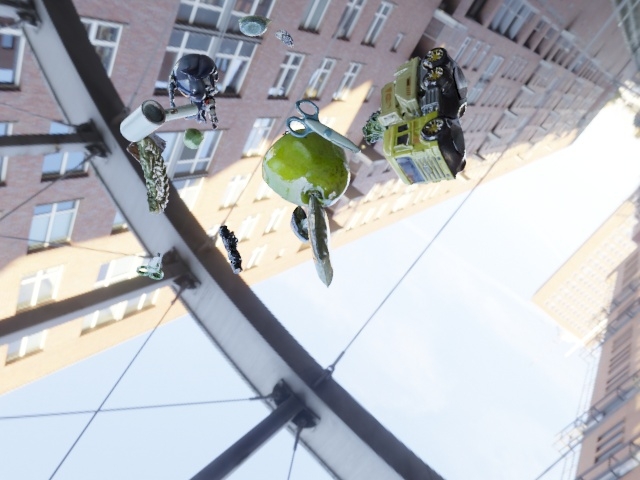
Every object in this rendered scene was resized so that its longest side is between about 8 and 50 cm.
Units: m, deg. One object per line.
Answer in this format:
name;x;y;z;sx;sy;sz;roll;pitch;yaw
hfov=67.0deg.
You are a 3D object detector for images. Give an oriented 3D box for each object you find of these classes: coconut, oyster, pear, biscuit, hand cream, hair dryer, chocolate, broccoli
coconut;-0.545;-0.443;2.081;0.088;0.088;0.096;24;-117;-12
oyster;-0.131;-0.755;1.816;0.083;0.054;0.019;33;-120;-43
pear;-0.023;-0.273;1.888;0.343;0.238;0.318;-13;-133;-26
biscuit;-0.567;-0.228;1.668;0.036;0.273;0.187;-8;-172;1
hand cream;-0.180;-0.585;1.310;0.095;0.046;0.175;-3;-151;-4
hair dryer;-0.445;-0.359;1.382;0.236;0.131;0.073;-41;-73;-49
chocolate;-0.673;-0.365;1.874;0.112;0.112;0.321;42;-177;-23
broccoli;0.299;-0.386;1.846;0.165;0.145;0.304;-27;-123;-38

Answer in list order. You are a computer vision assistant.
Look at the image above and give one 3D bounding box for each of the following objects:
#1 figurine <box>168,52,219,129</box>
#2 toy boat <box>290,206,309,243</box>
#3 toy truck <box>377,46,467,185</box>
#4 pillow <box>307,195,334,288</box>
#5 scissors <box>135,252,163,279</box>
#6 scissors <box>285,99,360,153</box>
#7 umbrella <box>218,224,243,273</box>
figurine;-0.448;-0.549;1.761;0.197;0.175;0.265;22;-125;-40
toy boat;-0.088;-0.096;2.516;0.114;0.115;0.262;14;-151;-29
toy truck;0.288;-0.352;1.391;0.181;0.254;0.405;41;-134;-44
pillow;0.000;0.000;1.734;0.075;0.185;0.302;-11;-127;5
scissors;-0.615;0.094;1.784;0.101;0.204;0.027;18;-122;-23
scissors;0.018;-0.392;1.748;0.289;0.138;0.041;29;-175;-2
umbrella;-0.347;0.032;1.910;0.080;0.071;0.224;42;-160;-52
